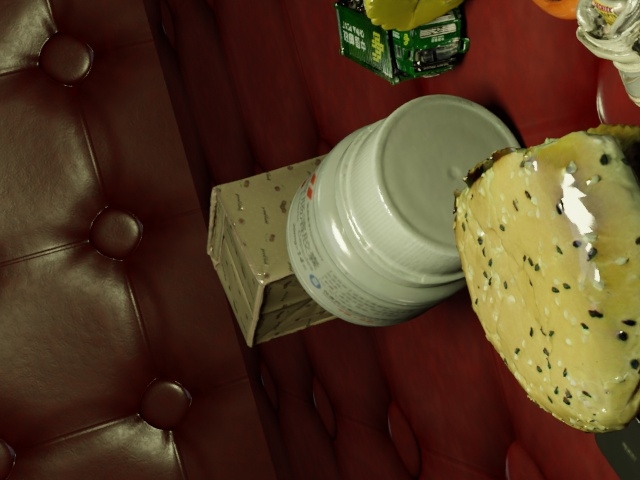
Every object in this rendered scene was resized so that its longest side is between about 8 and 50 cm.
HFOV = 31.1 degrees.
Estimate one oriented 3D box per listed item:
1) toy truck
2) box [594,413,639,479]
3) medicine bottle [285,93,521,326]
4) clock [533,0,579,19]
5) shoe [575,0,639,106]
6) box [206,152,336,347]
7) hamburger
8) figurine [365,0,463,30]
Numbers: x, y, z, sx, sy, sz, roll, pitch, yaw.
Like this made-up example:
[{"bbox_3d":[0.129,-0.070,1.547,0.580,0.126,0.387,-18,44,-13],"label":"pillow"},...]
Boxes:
[{"bbox_3d":[0.100,-0.284,1.519,0.259,0.088,0.121,-136,34,-61],"label":"toy truck"},{"bbox_3d":[0.356,0.233,1.292,0.125,0.027,0.126,88,157,-47],"label":"box"},{"bbox_3d":[0.107,-0.035,1.455,0.245,0.245,0.306,71,157,10],"label":"medicine bottle"},{"bbox_3d":[0.233,-0.316,1.115,0.205,0.051,0.205,165,90,-76],"label":"clock"},{"bbox_3d":[0.278,-0.194,1.014,0.089,0.092,0.180,-136,34,-58],"label":"shoe"},{"bbox_3d":[0.000,0.000,1.753,0.190,0.297,0.225,63,160,24],"label":"box"},{"bbox_3d":[0.270,0.033,1.087,0.318,0.195,0.276,125,128,-72],"label":"hamburger"},{"bbox_3d":[0.068,-0.426,1.334,0.315,0.168,0.187,67,-171,17],"label":"figurine"}]
